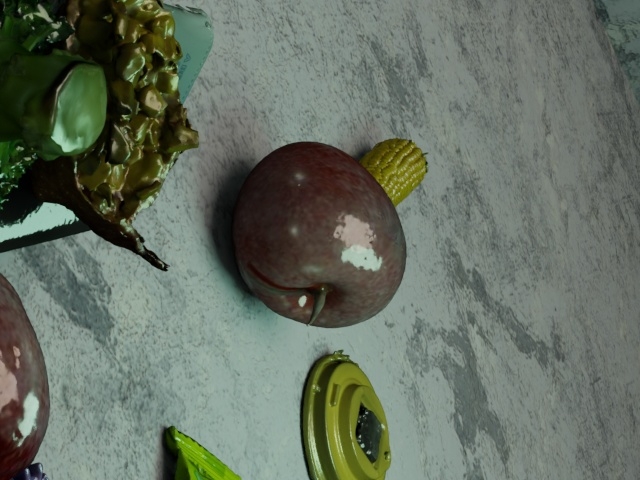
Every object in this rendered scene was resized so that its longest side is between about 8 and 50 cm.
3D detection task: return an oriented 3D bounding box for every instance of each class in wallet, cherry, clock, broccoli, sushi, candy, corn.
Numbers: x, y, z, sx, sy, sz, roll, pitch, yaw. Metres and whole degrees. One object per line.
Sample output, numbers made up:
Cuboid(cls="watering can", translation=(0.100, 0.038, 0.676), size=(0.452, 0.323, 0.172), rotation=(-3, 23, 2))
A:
Cuboid(cls="wallet", translation=(-0.225, -0.187, 1.980), size=(0.250, 0.075, 0.176), rotation=(4, 116, -63))
Cuboid(cls="cherry", translation=(-0.334, 0.111, 1.617), size=(0.192, 0.175, 0.249), rotation=(5, 74, -53))
Cuboid(cls="wallet", translation=(-0.276, -0.070, 1.868), size=(0.250, 0.044, 0.149), rotation=(-18, 117, -52))
Cuboid(cls="clock", translation=(0.048, 0.269, 2.515), size=(0.237, 0.057, 0.237), rotation=(37, 48, -56))
Cuboid(cls="broccoli", translation=(-0.314, -0.134, 1.610), size=(0.297, 0.297, 0.297), rotation=(-38, 135, -51))
Cuboid(cls="sushi", translation=(-0.198, -0.125, 1.769), size=(0.167, 0.179, 0.296), rotation=(3, 100, -52))
Cuboid(cls="cherry", translation=(0.000, 0.000, 2.325), size=(0.285, 0.213, 0.236), rotation=(-88, 163, -44))
Cuboid(cls="candy", translation=(-0.133, 0.343, 2.085), size=(0.149, 0.069, 0.246), rotation=(48, 39, -46))
Cuboid(cls="corn", translation=(0.083, -0.082, 2.675), size=(0.091, 0.091, 0.260), rotation=(-65, 169, 26))

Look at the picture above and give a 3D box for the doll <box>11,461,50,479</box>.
Cuboid(cls="doll", translation=(-0.312, 0.219, 1.753), size=(0.110, 0.067, 0.206), rotation=(-27, 95, -50))
